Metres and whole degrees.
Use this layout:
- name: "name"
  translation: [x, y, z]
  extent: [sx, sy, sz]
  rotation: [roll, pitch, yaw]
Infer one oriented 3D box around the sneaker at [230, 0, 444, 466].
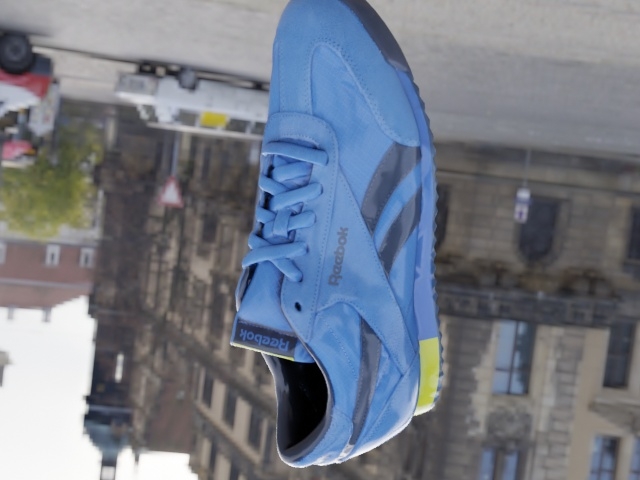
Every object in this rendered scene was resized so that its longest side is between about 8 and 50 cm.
- name: "sneaker"
  translation: [0.000, 0.000, 0.496]
  extent: [0.082, 0.209, 0.069]
  rotation: [-22, -155, -34]
